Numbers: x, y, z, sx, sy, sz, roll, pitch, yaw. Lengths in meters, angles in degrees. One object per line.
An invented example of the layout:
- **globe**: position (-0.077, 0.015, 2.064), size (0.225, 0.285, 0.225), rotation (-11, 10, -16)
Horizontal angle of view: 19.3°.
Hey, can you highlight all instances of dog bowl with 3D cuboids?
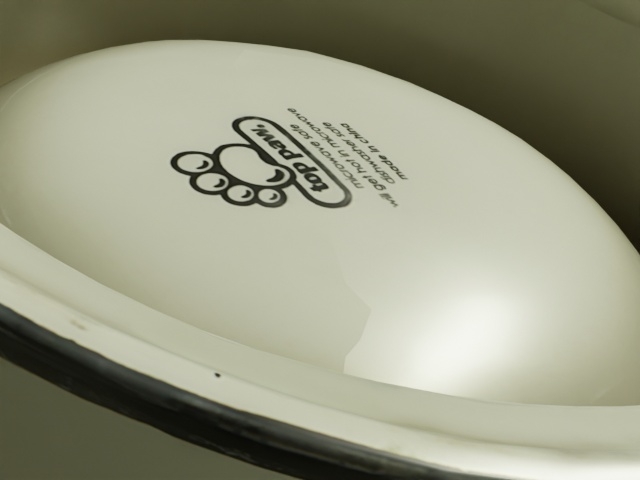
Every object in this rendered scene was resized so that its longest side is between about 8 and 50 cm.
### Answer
- **dog bowl**: position (0.000, 0.000, 0.616), size (0.408, 0.150, 0.408), rotation (13, 31, -8)
